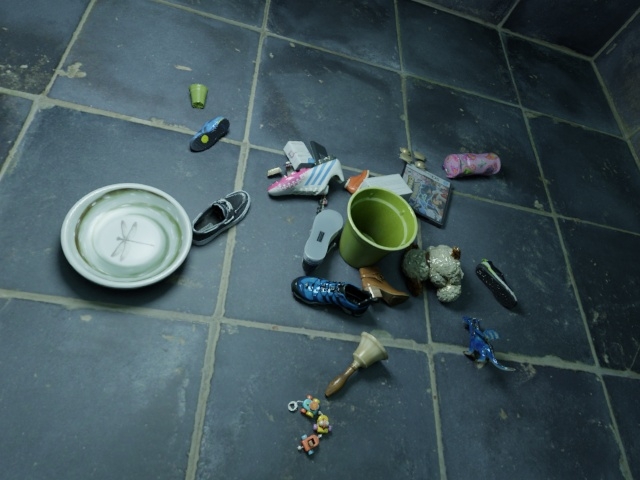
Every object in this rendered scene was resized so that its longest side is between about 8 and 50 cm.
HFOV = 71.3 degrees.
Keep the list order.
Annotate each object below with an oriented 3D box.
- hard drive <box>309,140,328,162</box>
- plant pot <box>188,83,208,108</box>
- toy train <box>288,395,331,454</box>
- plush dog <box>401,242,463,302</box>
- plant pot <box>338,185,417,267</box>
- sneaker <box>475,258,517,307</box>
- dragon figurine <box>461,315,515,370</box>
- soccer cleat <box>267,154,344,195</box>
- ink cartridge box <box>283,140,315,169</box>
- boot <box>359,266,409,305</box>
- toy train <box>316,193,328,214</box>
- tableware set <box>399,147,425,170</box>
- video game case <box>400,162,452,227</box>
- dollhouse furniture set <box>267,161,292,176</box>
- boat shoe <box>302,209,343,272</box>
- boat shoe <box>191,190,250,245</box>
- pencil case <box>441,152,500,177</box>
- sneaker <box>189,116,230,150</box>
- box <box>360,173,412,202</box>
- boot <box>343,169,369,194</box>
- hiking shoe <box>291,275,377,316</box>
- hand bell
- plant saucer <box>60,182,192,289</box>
[{"bbox_3d":[0.003,-0.372,1.979,0.094,0.022,0.135,17,50,-48],"label":"hard drive"},{"bbox_3d":[-0.529,-0.620,1.936,0.083,0.083,0.079,1,72,-19],"label":"plant pot"},{"bbox_3d":[-0.031,0.575,1.409,0.125,0.046,0.166,-13,66,-26],"label":"toy train"},{"bbox_3d":[0.441,0.103,1.796,0.225,0.211,0.263,-5,57,8],"label":"plush dog"},{"bbox_3d":[0.191,-0.023,1.722,0.275,0.254,0.276,10,57,-15],"label":"plant pot"},{"bbox_3d":[0.771,0.175,1.914,0.097,0.084,0.235,-25,71,-31],"label":"sneaker"},{"bbox_3d":[0.613,0.376,1.667,0.085,0.289,0.144,7,96,-13],"label":"dragon figurine"},{"bbox_3d":[-0.050,-0.233,1.833,0.331,0.116,0.143,-27,97,-13],"label":"soccer cleat"},{"bbox_3d":[-0.093,-0.369,1.939,0.088,0.052,0.123,-8,63,-44],"label":"ink cartridge box"},{"bbox_3d":[0.248,0.171,1.741,0.197,0.073,0.152,10,43,-30],"label":"boot"},{"bbox_3d":[0.011,-0.163,1.881,0.036,0.027,0.158,23,54,-18],"label":"toy train"},{"bbox_3d":[0.446,-0.403,2.161,0.141,0.020,0.169,22,37,-6],"label":"tableware set"},{"bbox_3d":[0.477,-0.218,2.074,0.248,0.035,0.275,26,55,-3],"label":"video game case"},{"bbox_3d":[-0.166,-0.276,1.896,0.114,0.091,0.081,-19,109,-5],"label":"dollhouse furniture set"},{"bbox_3d":[0.004,0.002,1.729,0.113,0.105,0.306,21,45,-2],"label":"boat shoe"},{"bbox_3d":[-0.369,-0.105,1.662,0.108,0.102,0.301,42,56,8],"label":"boat shoe"},{"bbox_3d":[0.754,-0.375,2.223,0.283,0.124,0.124,-7,63,-22],"label":"pencil case"},{"bbox_3d":[-0.474,-0.446,1.863,0.082,0.069,0.209,22,58,35],"label":"sneaker"},{"bbox_3d":[0.258,-0.165,1.867,0.181,0.181,0.119,-12,52,-24],"label":"box"},{"bbox_3d":[0.163,-0.270,1.982,0.084,0.059,0.158,29,56,5],"label":"boot"},{"bbox_3d":[0.047,0.180,1.622,0.303,0.132,0.113,16,56,-10],"label":"hiking shoe"},{"bbox_3d":[0.104,0.439,1.521,0.242,0.126,0.126,-39,78,-21],"label":"hand bell"},{"bbox_3d":[-0.642,-0.006,1.507,0.400,0.101,0.401,9,58,-14],"label":"plant saucer"}]
